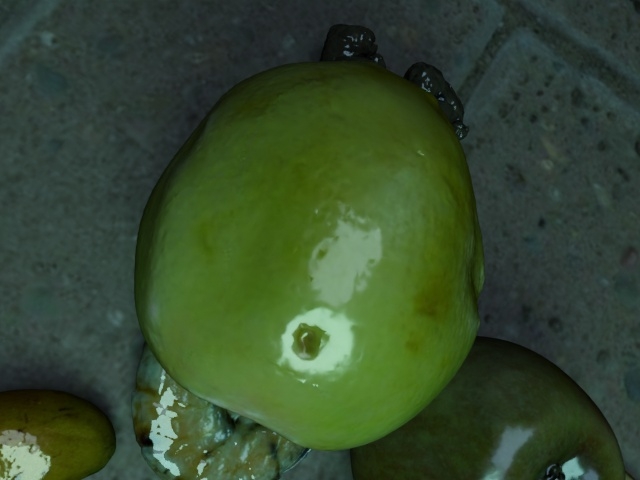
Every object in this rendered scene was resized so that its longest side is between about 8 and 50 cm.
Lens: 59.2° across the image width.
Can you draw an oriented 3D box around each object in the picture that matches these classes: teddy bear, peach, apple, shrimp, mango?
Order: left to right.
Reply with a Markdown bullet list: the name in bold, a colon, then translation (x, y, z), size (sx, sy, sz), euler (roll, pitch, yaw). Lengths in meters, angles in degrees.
- **mango**: translation (-0.292, 0.199, 0.548), size (0.165, 0.089, 0.115), euler (-21, 89, -18)
- **shrimp**: translation (-0.073, 0.101, 0.634), size (0.233, 0.071, 0.365), euler (19, 77, -20)
- **peach**: translation (-0.004, 0.004, 0.491), size (0.281, 0.314, 0.316), euler (5, 81, 28)
- **teddy bear**: translation (0.081, -0.162, 0.675), size (0.190, 0.177, 0.140), euler (7, 125, -12)
- **apple**: translation (0.165, 0.227, 0.582), size (0.256, 0.234, 0.257), euler (1, 85, -14)

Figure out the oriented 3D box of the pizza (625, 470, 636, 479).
- **pizza**: translation (0.338, 0.346, 0.699), size (0.182, 0.062, 0.161), euler (19, 71, -15)
